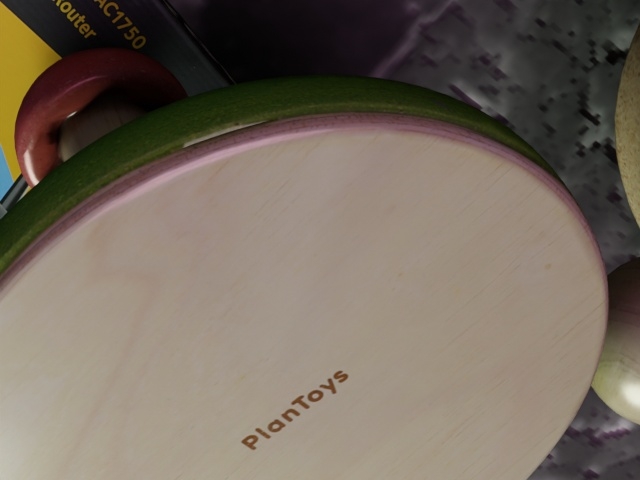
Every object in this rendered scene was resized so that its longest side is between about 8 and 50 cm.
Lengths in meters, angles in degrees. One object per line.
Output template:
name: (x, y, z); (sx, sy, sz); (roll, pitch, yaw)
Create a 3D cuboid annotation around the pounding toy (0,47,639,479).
pounding toy: (0.000, 0.000, 0.520); (0.237, 0.110, 0.183); (-18, 135, -8)

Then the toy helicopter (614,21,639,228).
toy helicopter: (0.244, -0.108, 0.605); (0.355, 0.140, 0.235); (-33, 115, -11)

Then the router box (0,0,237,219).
router box: (-0.086, -0.018, 0.569); (0.133, 0.046, 0.179); (-38, 123, 4)
